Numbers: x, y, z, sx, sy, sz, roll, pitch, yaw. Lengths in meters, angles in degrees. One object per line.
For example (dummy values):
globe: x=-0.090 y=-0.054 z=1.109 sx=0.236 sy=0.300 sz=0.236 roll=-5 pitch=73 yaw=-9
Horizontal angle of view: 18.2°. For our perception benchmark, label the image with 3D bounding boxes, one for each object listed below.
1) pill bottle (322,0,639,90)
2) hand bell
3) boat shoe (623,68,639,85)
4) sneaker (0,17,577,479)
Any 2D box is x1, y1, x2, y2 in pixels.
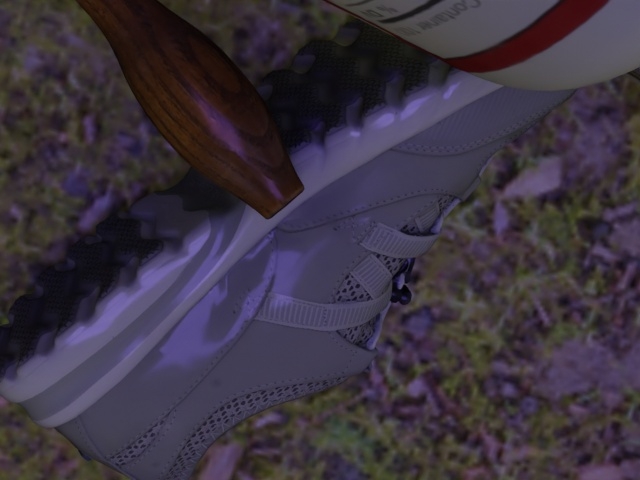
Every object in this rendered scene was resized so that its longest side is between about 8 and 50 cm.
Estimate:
pill bottle: x=0.032 y=-0.190 z=0.662 sx=0.407 sy=0.229 sz=0.229 roll=24 pitch=95 yaw=-23
hand bell: x=-0.090 y=-0.106 z=0.762 sx=0.126 sy=0.126 sz=0.242 roll=-39 pitch=90 yaw=0
boat shoe: x=0.146 y=-0.095 z=0.844 sx=0.190 sy=0.072 sz=0.068 roll=31 pitch=93 yaw=-10
sneaker: x=0.000 y=0.000 z=0.840 sx=0.281 sy=0.105 sz=0.115 roll=-36 pitch=116 yaw=6
